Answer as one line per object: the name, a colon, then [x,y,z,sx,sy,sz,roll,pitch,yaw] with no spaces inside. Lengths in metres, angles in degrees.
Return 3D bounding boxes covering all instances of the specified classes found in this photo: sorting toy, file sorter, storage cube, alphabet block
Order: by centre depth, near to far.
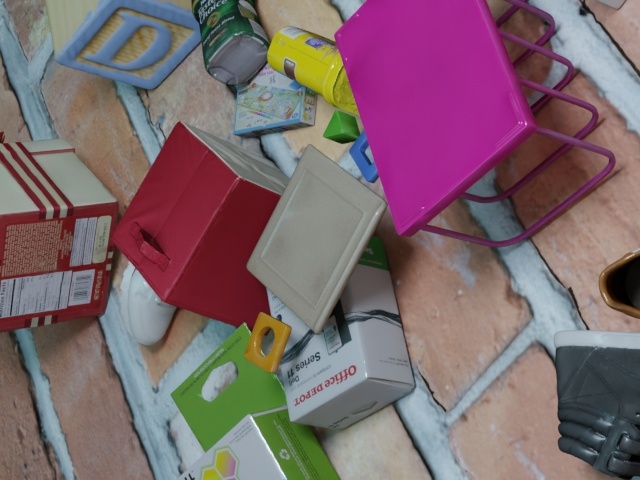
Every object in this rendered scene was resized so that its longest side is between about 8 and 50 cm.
file sorter: [0.176,-0.163,1.513,0.202,0.182,0.290,-42,51,36]
sorting toy: [0.000,0.000,1.649,0.196,0.047,0.347,42,109,49]
storage cube: [-0.131,-0.016,1.814,0.193,0.215,0.184,-59,42,11]
alphabet block: [-0.307,-0.384,2.123,0.192,0.193,0.197,-37,54,35]

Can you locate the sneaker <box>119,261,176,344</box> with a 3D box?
sneaker: [-0.228,0.045,2.006,0.095,0.090,0.235,14,93,40]

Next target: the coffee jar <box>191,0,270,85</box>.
coffee jar: [-0.134,-0.317,1.970,0.096,0.079,0.184,-43,39,24]

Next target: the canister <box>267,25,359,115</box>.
canister: [0.022,-0.219,1.752,0.170,0.126,0.073,35,107,50]

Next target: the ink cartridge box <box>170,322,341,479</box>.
ink cartridge box: [-0.116,0.267,1.752,0.189,0.097,0.255,-45,68,32]

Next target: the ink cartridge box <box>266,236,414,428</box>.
ink cartridge box: [0.021,0.114,1.692,0.153,0.087,0.208,-36,55,38]

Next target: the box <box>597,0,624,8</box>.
box: [0.299,-0.365,1.494,0.130,0.091,0.170,-53,46,27]

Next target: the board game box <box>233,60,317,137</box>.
board game box: [-0.063,-0.207,1.922,0.154,0.026,0.103,-4,77,49]

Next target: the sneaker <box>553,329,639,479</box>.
sneaker: [0.342,0.162,1.304,0.296,0.105,0.146,-6,78,54]

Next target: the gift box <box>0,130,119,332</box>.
gift box: [-0.473,-0.012,2.183,0.258,0.276,0.255,42,125,42]

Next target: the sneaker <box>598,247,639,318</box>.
sneaker: [0.393,0.033,1.240,0.290,0.123,0.105,-16,81,39]
